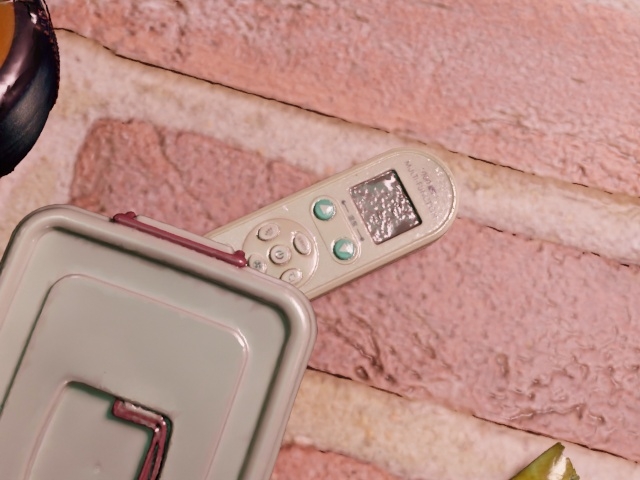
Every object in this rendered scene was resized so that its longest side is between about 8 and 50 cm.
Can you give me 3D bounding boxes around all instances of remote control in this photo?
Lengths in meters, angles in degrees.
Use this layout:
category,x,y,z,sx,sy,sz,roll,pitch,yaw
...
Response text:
category,x,y,z,sx,sy,sz,roll,pitch,yaw
remote control,0.000,0.000,0.856,0.221,0.042,0.078,-25,80,-11

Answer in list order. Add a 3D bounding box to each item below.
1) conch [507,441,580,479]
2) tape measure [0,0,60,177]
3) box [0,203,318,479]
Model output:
category,x,y,z,sx,sy,sz,roll,pitch,yaw
conch,0.110,0.230,0.801,0.201,0.079,0.094,-26,99,-19
tape measure,-0.298,-0.123,0.814,0.223,0.135,0.202,0,67,-7
box,-0.129,0.135,0.730,0.193,0.167,0.294,20,87,1
